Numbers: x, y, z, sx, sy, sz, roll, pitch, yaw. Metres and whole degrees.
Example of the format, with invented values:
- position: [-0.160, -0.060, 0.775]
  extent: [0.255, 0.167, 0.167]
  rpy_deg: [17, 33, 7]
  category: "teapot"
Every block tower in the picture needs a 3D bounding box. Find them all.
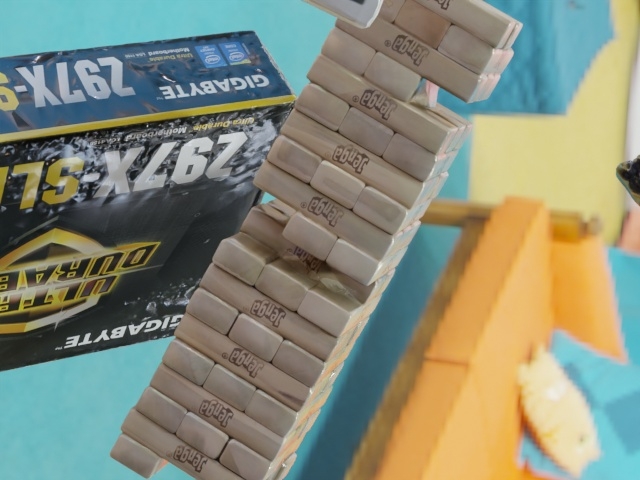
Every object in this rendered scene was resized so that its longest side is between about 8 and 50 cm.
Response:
- position: [0.000, 0.000, 0.962]
  extent: [0.335, 0.097, 0.091]
  rpy_deg: [-60, 171, 12]
  category: "block tower"

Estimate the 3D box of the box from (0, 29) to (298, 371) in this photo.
- position: [-0.198, -0.012, 1.101]
  extent: [0.322, 0.079, 0.257]
  rpy_deg: [-10, 143, -30]
  category: "box"

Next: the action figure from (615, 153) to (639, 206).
- position: [0.279, 0.055, 0.982]
  extent: [0.275, 0.164, 0.141]
  rpy_deg: [66, 8, 12]
  category: "action figure"

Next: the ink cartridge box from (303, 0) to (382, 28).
- position: [-0.051, -0.175, 0.474]
  extent: [0.208, 0.206, 0.045]
  rpy_deg: [-72, -171, -47]
  category: "ink cartridge box"
